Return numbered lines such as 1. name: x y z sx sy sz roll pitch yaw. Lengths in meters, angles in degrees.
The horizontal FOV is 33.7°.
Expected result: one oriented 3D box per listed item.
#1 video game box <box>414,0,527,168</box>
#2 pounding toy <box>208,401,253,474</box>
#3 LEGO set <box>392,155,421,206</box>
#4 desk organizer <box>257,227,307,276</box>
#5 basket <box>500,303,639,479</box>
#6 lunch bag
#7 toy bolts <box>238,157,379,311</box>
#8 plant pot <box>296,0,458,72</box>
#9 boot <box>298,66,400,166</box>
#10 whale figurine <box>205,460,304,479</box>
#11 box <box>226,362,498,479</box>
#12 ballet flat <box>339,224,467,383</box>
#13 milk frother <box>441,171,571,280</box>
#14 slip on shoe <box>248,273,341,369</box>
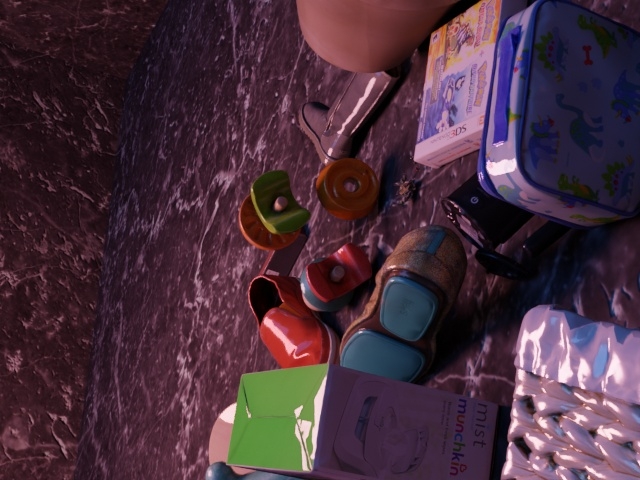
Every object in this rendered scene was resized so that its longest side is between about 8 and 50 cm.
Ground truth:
1. video game box: 0.203 -0.218 1.444 0.187 0.048 0.205 -20 58 60
2. pounding toy: -0.061 0.356 1.653 0.183 0.110 0.237 -47 63 30
3. LEGO set: 0.133 -0.085 1.559 0.083 0.023 0.054 -55 29 11
4. desk organizer: -0.074 0.026 1.930 0.130 0.047 0.050 -62 23 27
5. basket: 0.298 0.208 0.588 0.331 0.328 0.266 16 93 67
6. lunch bag: 0.255 -0.133 1.098 0.090 0.176 0.219 -22 57 62
7. toy bolts: 0.000 0.000 1.677 0.228 0.218 0.158 64 160 11
8. plant pot: 0.084 -0.404 1.561 0.280 0.323 0.323 111 163 -57
9. boot: 0.046 -0.247 1.790 0.189 0.076 0.208 60 139 41
10. whale figurine: -0.079 0.394 1.494 0.272 0.216 0.141 -50 -3 15
11. box: 0.044 0.239 1.277 0.262 0.231 0.127 -21 57 63
12. ballet flat: 0.110 0.092 1.352 0.348 0.123 0.123 107 166 -59
13. milk frother: 0.227 -0.035 1.218 0.135 0.129 0.143 -41 -11 -8
14. slip on shoe: -0.047 0.157 1.716 0.123 0.101 0.331 -63 26 21
